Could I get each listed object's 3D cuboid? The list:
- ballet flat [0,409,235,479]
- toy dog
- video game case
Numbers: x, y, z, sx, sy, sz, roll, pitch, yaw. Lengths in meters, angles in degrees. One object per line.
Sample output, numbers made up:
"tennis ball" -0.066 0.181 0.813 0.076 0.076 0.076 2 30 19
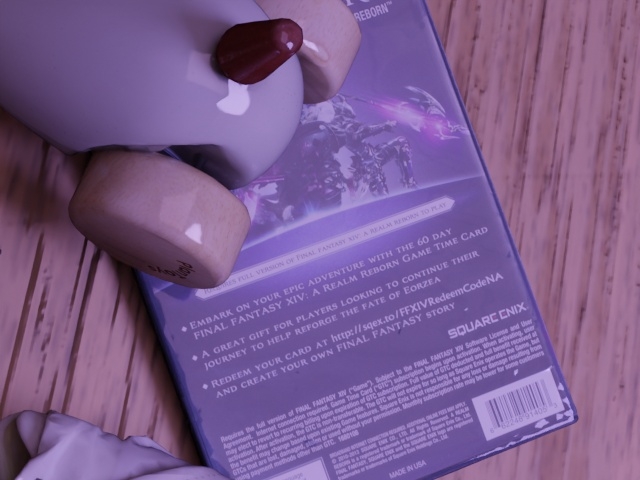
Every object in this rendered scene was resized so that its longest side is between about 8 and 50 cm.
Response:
"ballet flat" -0.163 0.139 0.702 0.400 0.139 0.139 -7 82 -29
"toy dog" -0.130 -0.109 0.714 0.333 0.161 0.220 8 71 -16
"video game case" 0.000 0.000 0.841 0.196 0.026 0.274 -20 88 -12
